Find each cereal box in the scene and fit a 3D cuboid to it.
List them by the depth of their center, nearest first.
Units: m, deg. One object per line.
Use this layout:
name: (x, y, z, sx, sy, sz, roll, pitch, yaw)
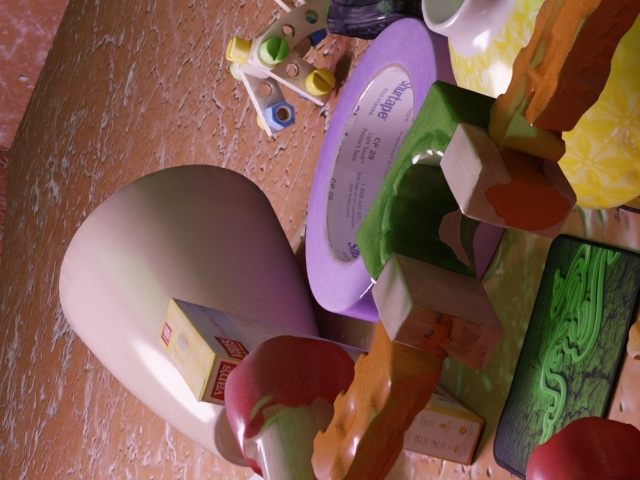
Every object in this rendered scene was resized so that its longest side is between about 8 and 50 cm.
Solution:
cereal box: (-0.004, 0.116, 1.394, 0.173, 0.240, 0.047, -141, 68, -70)

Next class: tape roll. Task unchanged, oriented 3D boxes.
tape roll: (0.080, -0.059, 1.523, 0.275, 0.090, 0.275, -164, 90, -70)

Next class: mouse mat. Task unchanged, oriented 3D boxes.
mouse mat: (0.183, 0.093, 1.252, 0.152, 0.007, 0.189, -160, 86, -71)

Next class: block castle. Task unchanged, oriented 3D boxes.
block castle: (0.162, -0.007, 0.938, 0.213, 0.303, 0.453, -107, 38, -58)

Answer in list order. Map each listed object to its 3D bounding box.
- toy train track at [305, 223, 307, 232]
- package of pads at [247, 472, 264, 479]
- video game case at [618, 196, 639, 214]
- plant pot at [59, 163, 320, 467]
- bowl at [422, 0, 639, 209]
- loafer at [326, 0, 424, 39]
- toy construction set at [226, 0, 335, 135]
toy train track: (0.000, 0.000, 1.817, 0.048, 0.014, 0.083, -24, 59, 57)
package of pads: (-0.048, 0.345, 1.556, 0.296, 0.101, 0.229, 129, 149, -47)
video game case: (0.266, -0.196, 1.197, 0.248, 0.035, 0.275, 124, 154, -43)
plant pot: (-0.106, 0.098, 1.737, 0.274, 0.256, 0.256, 52, 126, 47)
bowl: (0.164, -0.178, 1.175, 0.289, 0.156, 0.289, -165, 90, -72)
loafer: (0.056, -0.252, 1.753, 0.223, 0.076, 0.078, -155, 73, -74)
toy construction set: (-0.091, -0.298, 1.894, 0.215, 0.327, 0.151, -53, 28, -16)
